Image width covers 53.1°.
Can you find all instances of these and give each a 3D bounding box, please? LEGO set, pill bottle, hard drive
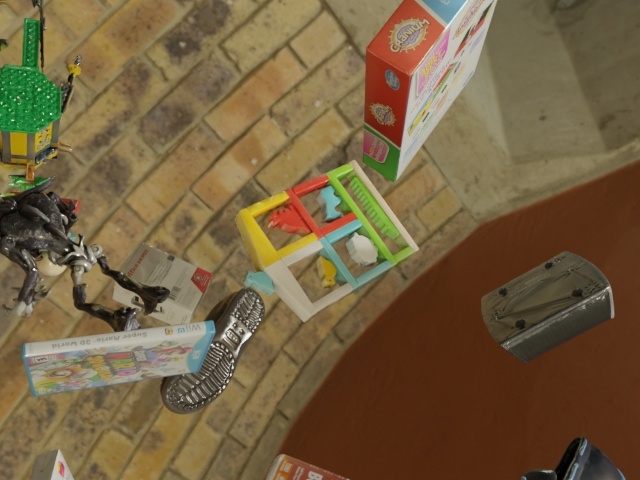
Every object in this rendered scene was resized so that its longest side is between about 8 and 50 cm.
[{"bbox_3d":[-0.350,-0.178,0.581,0.192,0.254,0.331,-42,-120,58],"label":"LEGO set"},{"bbox_3d":[-0.002,0.509,1.244,0.216,0.121,0.121,17,-124,11],"label":"pill bottle"},{"bbox_3d":[0.323,0.092,0.927,0.172,0.054,0.254,-32,-177,12],"label":"hard drive"}]

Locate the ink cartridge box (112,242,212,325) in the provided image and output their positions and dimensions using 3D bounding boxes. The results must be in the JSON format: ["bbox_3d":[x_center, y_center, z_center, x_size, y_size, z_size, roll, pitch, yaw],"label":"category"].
[{"bbox_3d":[-0.266,0.077,1.081,0.099,0.135,0.056,-69,-175,-48],"label":"ink cartridge box"}]

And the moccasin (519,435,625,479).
[{"bbox_3d":[0.360,0.429,1.039,0.117,0.342,0.138,57,-47,20],"label":"moccasin"}]

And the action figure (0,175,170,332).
[{"bbox_3d":[-0.343,0.030,0.832,0.141,0.275,0.164,-39,-163,39],"label":"action figure"}]

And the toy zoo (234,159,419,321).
[{"bbox_3d":[0.000,0.000,1.000,0.293,0.192,0.030,-27,167,-35],"label":"toy zoo"}]

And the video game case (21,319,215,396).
[{"bbox_3d":[-0.193,0.116,0.621,0.119,0.166,0.015,120,-41,-55],"label":"video game case"}]

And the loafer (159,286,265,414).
[{"bbox_3d":[-0.271,0.272,1.579,0.130,0.134,0.366,-13,-150,45],"label":"loafer"}]

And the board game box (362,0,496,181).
[{"bbox_3d":[0.152,-0.246,0.887,0.064,0.316,0.242,34,-103,12],"label":"board game box"}]

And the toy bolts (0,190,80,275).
[{"bbox_3d":[-0.598,-0.015,1.321,0.228,0.159,0.218,8,-175,14],"label":"toy bolts"}]

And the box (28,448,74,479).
[{"bbox_3d":[-0.354,0.410,0.885,0.038,0.186,0.145,-16,-156,-6],"label":"box"}]
